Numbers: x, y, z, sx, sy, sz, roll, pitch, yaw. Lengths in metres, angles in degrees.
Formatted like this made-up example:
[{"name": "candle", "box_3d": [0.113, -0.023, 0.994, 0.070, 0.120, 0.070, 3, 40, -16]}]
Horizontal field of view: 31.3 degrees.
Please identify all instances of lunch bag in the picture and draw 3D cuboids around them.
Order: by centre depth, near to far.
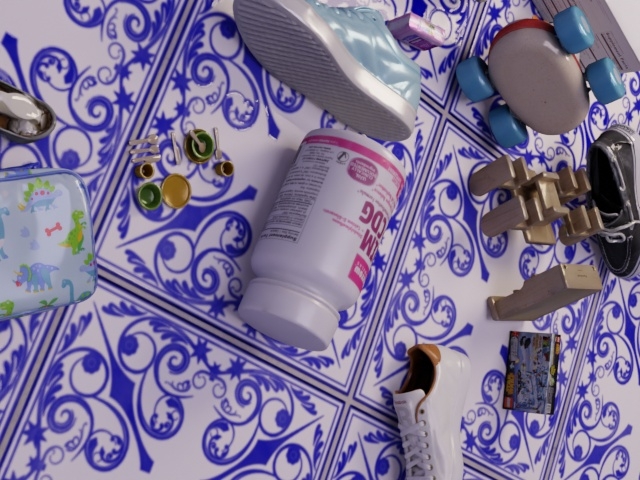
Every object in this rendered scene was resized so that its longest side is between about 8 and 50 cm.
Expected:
[{"name": "lunch bag", "box_3d": [-0.371, 0.003, 1.327, 0.219, 0.090, 0.176, -12, 98, -40]}]

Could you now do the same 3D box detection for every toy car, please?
[{"name": "toy car", "box_3d": [0.368, -0.314, 1.924, 0.210, 0.219, 0.238, 49, 31, -28]}]

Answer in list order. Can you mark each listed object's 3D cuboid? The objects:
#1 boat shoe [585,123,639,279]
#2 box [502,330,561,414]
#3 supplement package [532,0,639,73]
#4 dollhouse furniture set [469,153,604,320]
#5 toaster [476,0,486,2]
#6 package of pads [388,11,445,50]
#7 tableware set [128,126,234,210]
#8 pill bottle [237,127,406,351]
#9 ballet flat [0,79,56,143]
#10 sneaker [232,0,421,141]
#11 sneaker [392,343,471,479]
[{"name": "boat shoe", "box_3d": [0.522, -0.051, 2.042, 0.105, 0.113, 0.306, -34, 132, -34]}, {"name": "box", "box_3d": [0.358, 0.224, 1.939, 0.027, 0.094, 0.137, 12, 82, -40]}, {"name": "supplement package", "box_3d": [0.534, -0.456, 2.064, 0.204, 0.145, 0.262, 51, 60, -27]}, {"name": "dollhouse furniture set", "box_3d": [0.354, -0.002, 1.941, 0.212, 0.161, 0.242, 4, 64, -40]}, {"name": "toaster", "box_3d": [0.273, -0.502, 1.840, 0.129, 0.146, 0.227, -14, 101, -40]}, {"name": "package of pads", "box_3d": [0.151, -0.328, 1.799, 0.083, 0.050, 0.032, 18, 73, -39]}, {"name": "tableware set", "box_3d": [-0.183, -0.096, 1.531, 0.154, 0.024, 0.104, -13, 98, -40]}, {"name": "pill bottle", "box_3d": [0.000, 0.000, 1.596, 0.160, 0.160, 0.283, 36, 68, -34]}, {"name": "ballet flat", "box_3d": [-0.400, -0.174, 1.319, 0.213, 0.068, 0.072, 25, 73, -37]}, {"name": "sneaker", "box_3d": [0.017, -0.289, 1.647, 0.366, 0.135, 0.150, 37, 58, -43]}, {"name": "sneaker", "box_3d": [0.151, 0.299, 1.766, 0.123, 0.106, 0.290, 23, 64, -34]}]
